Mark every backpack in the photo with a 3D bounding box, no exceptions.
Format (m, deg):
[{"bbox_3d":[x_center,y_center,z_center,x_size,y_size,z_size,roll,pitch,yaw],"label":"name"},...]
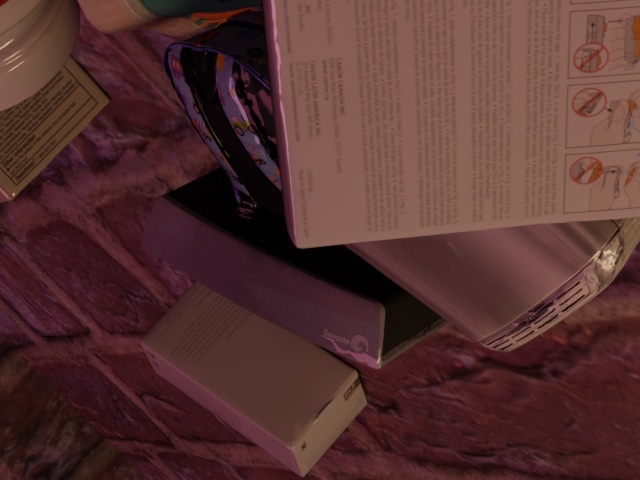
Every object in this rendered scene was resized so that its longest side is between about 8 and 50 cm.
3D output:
[{"bbox_3d":[-0.022,-0.095,1.139,0.158,0.117,0.173,18,150,51],"label":"backpack"}]

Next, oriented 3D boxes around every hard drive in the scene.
[{"bbox_3d":[0.000,0.000,1.242,0.254,0.172,0.054,26,131,36],"label":"hard drive"}]

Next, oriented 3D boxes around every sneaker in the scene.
[{"bbox_3d":[-0.049,-0.178,0.936,0.302,0.121,0.108,-57,-45,-73],"label":"sneaker"}]

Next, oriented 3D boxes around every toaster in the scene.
[{"bbox_3d":[0.108,-0.025,0.990,0.146,0.129,0.227,40,146,-3],"label":"toaster"}]

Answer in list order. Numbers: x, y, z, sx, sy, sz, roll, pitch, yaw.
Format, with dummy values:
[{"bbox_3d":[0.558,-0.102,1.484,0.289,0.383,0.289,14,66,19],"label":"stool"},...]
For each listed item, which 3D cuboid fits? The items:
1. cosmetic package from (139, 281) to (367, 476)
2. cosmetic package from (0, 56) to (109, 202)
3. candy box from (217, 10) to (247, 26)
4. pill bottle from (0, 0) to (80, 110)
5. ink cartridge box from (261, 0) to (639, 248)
[{"bbox_3d":[-0.074,0.145,1.762,0.231,0.117,0.085,33,160,27],"label":"cosmetic package"},{"bbox_3d":[-0.370,-0.190,1.562,0.296,0.153,0.129,50,159,-18],"label":"cosmetic package"},{"bbox_3d":[-0.123,-0.242,1.159,0.105,0.027,0.206,25,155,31],"label":"candy box"},{"bbox_3d":[-0.312,-0.275,1.145,0.229,0.229,0.408,32,158,27],"label":"pill bottle"},{"bbox_3d":[0.089,-0.090,0.825,0.066,0.232,0.189,-102,6,-51],"label":"ink cartridge box"}]
